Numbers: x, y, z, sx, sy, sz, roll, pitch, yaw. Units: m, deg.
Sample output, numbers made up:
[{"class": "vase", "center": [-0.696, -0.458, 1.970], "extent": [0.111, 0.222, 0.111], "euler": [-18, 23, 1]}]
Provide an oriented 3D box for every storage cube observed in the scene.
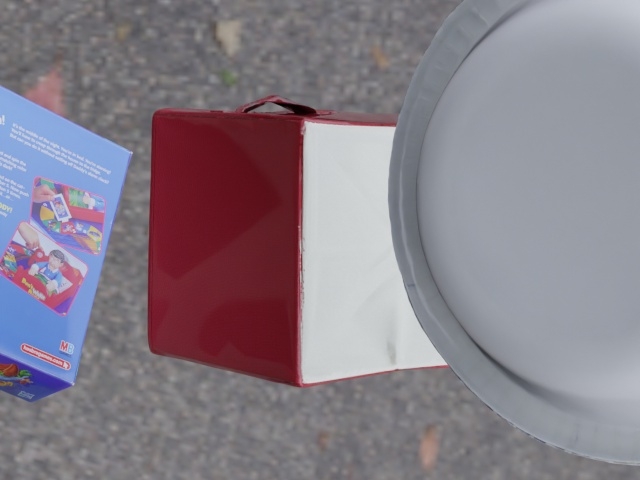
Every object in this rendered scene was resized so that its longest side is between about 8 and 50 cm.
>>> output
[{"class": "storage cube", "center": [0.000, 0.000, 1.304], "extent": [0.183, 0.193, 0.215], "euler": [-2, 95, -37]}]

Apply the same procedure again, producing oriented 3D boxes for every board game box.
[{"class": "board game box", "center": [-0.344, -0.037, 1.477], "extent": [0.347, 0.078, 0.233], "euler": [28, 59, -29]}]

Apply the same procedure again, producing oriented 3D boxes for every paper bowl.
[{"class": "paper bowl", "center": [0.166, -0.024, 0.922], "extent": [0.148, 0.284, 0.284], "euler": [-1, 97, -58]}]
